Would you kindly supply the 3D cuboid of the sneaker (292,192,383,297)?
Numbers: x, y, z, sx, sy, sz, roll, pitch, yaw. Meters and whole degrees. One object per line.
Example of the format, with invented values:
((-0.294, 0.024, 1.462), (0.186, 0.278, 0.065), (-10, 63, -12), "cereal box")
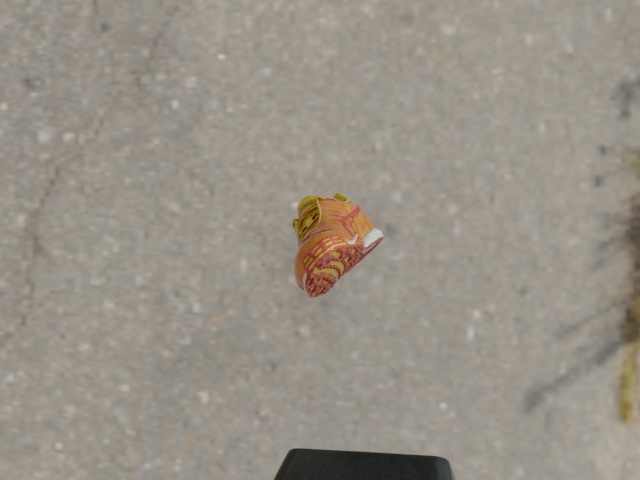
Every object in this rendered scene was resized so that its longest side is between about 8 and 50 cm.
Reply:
((0.000, 0.000, 1.240), (0.067, 0.064, 0.175), (45, 10, 2), "sneaker")

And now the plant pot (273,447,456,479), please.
((0.036, 0.261, 1.249), (0.187, 0.188, 0.167), (66, 27, -62), "plant pot")
